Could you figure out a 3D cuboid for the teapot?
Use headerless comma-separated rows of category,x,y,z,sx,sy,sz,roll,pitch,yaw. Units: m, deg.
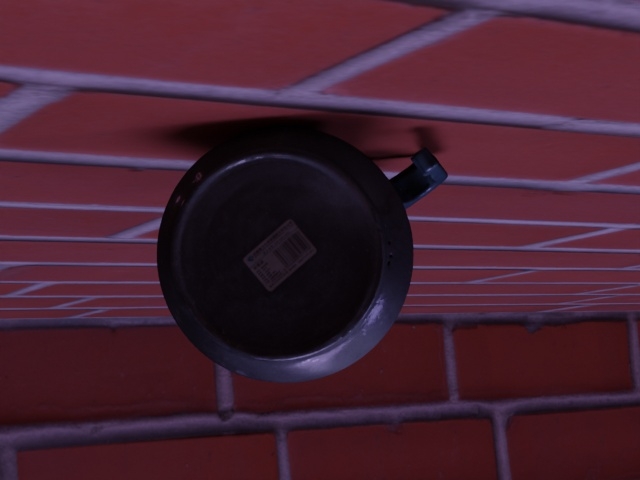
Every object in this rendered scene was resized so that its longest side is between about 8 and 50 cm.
teapot,0.000,0.000,0.956,0.203,0.171,0.225,-35,175,7
